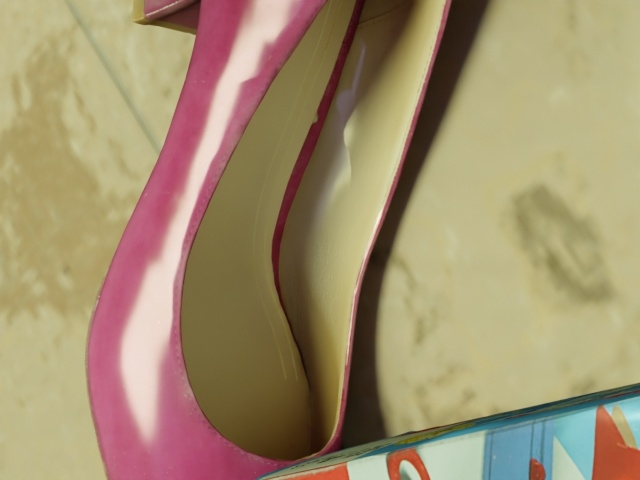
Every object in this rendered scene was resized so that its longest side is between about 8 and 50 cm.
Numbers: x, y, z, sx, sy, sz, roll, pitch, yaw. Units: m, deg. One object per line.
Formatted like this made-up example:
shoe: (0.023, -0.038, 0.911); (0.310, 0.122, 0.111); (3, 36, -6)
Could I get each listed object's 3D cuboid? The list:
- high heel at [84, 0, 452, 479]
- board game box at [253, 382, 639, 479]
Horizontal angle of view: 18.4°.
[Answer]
high heel: (0.000, 0.000, 0.557); (0.117, 0.082, 0.244); (-7, 76, 48)
board game box: (0.150, 0.172, 0.452); (0.302, 0.086, 0.308); (-18, 83, 37)
